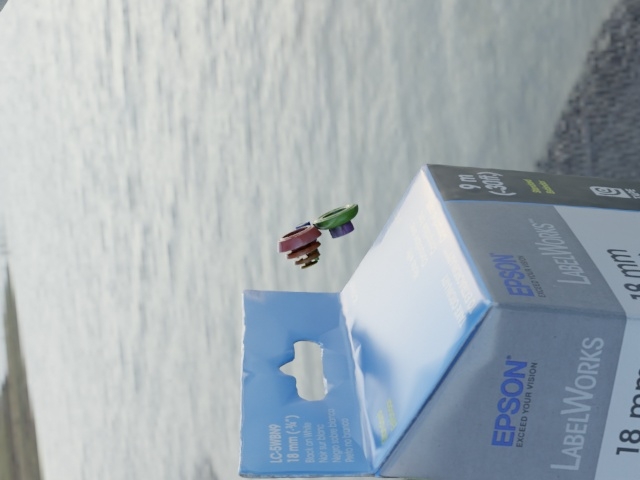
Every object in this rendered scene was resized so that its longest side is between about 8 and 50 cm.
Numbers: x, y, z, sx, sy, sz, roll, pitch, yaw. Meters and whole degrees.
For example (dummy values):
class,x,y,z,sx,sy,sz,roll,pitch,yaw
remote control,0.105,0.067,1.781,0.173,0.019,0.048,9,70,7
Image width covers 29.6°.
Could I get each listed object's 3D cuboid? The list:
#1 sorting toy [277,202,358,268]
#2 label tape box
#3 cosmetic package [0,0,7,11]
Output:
class,x,y,z,sx,sy,sz,roll,pitch,yaw
sorting toy,0.000,0.000,1.245,0.061,0.102,0.042,-7,108,60
label tape box,0.124,0.040,0.697,0.240,0.333,0.106,-99,14,-69
cosmetic package,-0.459,-0.355,0.990,0.161,0.453,0.230,-52,6,24
